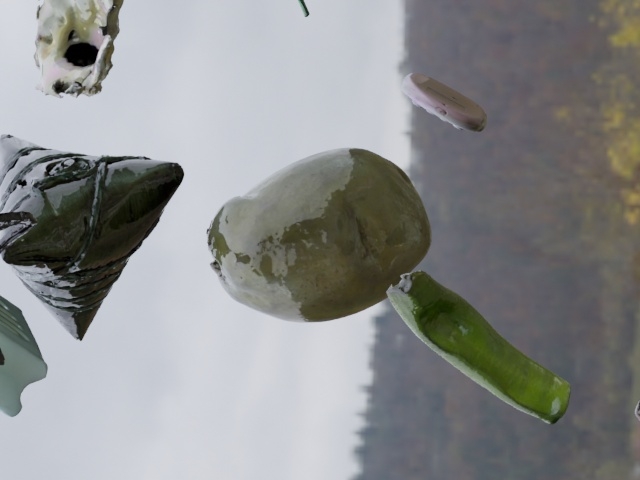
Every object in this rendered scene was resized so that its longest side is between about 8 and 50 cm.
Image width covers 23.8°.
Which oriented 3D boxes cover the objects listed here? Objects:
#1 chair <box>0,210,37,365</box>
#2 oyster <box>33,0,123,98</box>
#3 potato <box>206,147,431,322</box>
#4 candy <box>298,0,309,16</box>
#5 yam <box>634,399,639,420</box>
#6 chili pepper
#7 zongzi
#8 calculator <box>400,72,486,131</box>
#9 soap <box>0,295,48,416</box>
[{"bbox_3d":[-0.348,0.070,1.437,0.106,0.229,0.113,-15,-101,-51],"label":"chair"},{"bbox_3d":[-0.237,-0.209,1.546,0.133,0.072,0.209,55,137,29],"label":"oyster"},{"bbox_3d":[0.000,0.000,2.272,0.243,0.326,0.221,59,-172,-41],"label":"potato"},{"bbox_3d":[-0.052,-0.330,1.660,0.049,0.055,0.185,-4,113,60],"label":"candy"},{"bbox_3d":[0.452,0.121,1.851,0.241,0.057,0.057,-66,-5,13],"label":"yam"},{"bbox_3d":[0.124,0.083,1.226,0.201,0.052,0.050,38,-161,-24],"label":"chili pepper"},{"bbox_3d":[-0.393,0.021,2.409,0.383,0.319,0.362,17,127,58],"label":"zongzi"},{"bbox_3d":[0.135,-0.151,1.651,0.024,0.103,0.166,-62,0,14],"label":"calculator"},{"bbox_3d":[-0.454,0.119,1.977,0.087,0.160,0.265,-54,22,0],"label":"soap"}]
